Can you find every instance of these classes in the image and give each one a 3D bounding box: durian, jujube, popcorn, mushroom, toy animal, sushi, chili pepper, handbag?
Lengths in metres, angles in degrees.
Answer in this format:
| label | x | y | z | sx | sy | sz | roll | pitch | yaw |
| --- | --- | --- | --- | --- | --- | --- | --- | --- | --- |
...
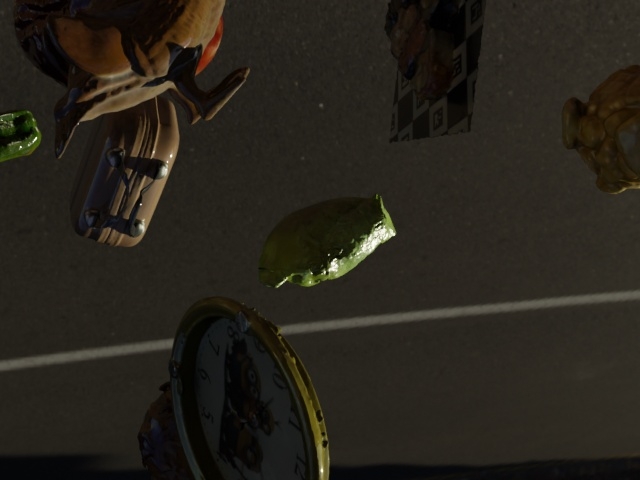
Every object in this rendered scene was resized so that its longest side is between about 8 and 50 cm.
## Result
| label | x | y | z | sx | sy | sz | roll | pitch | yaw |
| --- | --- | --- | --- | --- | --- | --- | --- | --- | --- |
| durian | 0.000 | 0.000 | 1.053 | 0.250 | 0.101 | 0.139 | -22 | -166 | -27 |
| jujube | -0.232 | -0.247 | 0.806 | 0.250 | 0.174 | 0.174 | 7 | 156 | 28 |
| popcorn | 0.354 | -0.120 | 0.759 | 0.163 | 0.194 | 0.140 | -22 | 104 | 37 |
| mushroom | -0.122 | 0.282 | 0.878 | 0.195 | 0.263 | 0.283 | -6 | 124 | -14 |
| toy animal | -0.143 | -0.151 | 0.497 | 0.188 | 0.089 | 0.179 | -46 | 110 | -17 |
| sushi | 0.161 | -0.341 | 1.175 | 0.068 | 0.340 | 0.320 | 5 | -177 | -17 |
| chili pepper | -0.489 | -0.129 | 0.975 | 0.204 | 0.072 | 0.073 | -22 | 174 | -27 |
| handbag | -0.384 | -0.127 | 1.383 | 0.149 | 0.283 | 0.302 | 16 | 116 | -30 |

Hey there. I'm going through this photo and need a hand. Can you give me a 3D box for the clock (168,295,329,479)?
| label | x | y | z | sx | sy | sz | roll | pitch | yaw |
| --- | --- | --- | --- | --- | --- | --- | --- | --- | --- |
| clock | -0.060 | 0.161 | 0.639 | 0.057 | 0.237 | 0.237 | -10 | 151 | -39 |
